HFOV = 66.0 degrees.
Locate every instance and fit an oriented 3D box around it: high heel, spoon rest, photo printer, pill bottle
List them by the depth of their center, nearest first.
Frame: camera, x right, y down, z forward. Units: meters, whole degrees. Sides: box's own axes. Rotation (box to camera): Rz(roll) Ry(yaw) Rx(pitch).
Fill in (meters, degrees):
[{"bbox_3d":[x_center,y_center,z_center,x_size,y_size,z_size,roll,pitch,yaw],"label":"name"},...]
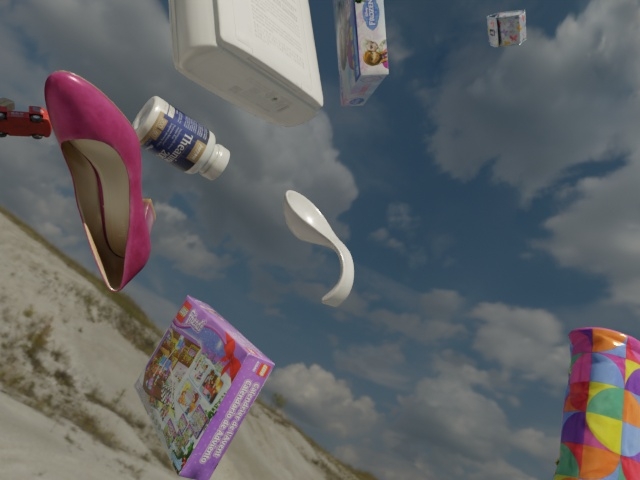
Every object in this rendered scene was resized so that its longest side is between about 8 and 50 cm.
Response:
[{"bbox_3d":[-0.246,-0.053,0.539,0.082,0.117,0.244,4,-40,1],"label":"high heel"},{"bbox_3d":[-0.183,-0.130,0.654,0.120,0.067,0.067,31,-28,-35],"label":"pill bottle"},{"bbox_3d":[-0.112,-0.355,0.743,0.107,0.307,0.256,-16,-16,30],"label":"photo printer"},{"bbox_3d":[0.000,0.000,1.029,0.084,0.276,0.137,-37,-33,21],"label":"spoon rest"}]

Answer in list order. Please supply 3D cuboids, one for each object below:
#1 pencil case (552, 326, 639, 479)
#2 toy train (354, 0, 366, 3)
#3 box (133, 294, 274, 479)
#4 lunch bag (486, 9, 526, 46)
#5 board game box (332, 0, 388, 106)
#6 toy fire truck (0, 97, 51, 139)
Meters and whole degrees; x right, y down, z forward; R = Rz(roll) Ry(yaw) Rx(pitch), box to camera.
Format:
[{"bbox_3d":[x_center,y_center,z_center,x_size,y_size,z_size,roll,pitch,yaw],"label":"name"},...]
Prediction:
[{"bbox_3d":[0.371,0.238,0.661,0.104,0.236,0.104,18,-22,8],"label":"pencil case"},{"bbox_3d":[0.071,-0.466,0.880,0.024,0.083,0.017,-5,7,-11],"label":"toy train"},{"bbox_3d":[-0.212,0.232,0.842,0.057,0.201,0.293,33,-7,-34],"label":"box"},{"bbox_3d":[0.427,-0.489,1.142,0.083,0.053,0.071,17,-45,40],"label":"lunch bag"},{"bbox_3d":[0.083,-0.501,1.138,0.066,0.318,0.318,-5,4,-4],"label":"board game box"},{"bbox_3d":[-0.655,-0.260,0.994,0.192,0.135,0.047,-4,-49,-31],"label":"toy fire truck"}]
